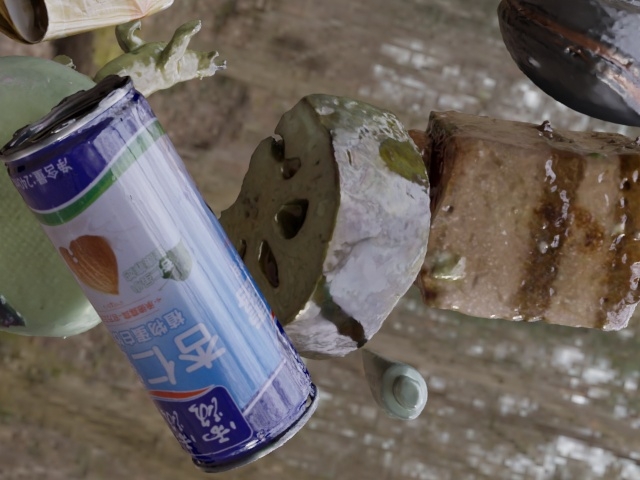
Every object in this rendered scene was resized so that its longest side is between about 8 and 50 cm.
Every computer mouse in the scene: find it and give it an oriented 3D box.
[{"bbox_3d":[0.293,-0.173,1.434,0.183,0.323,0.116,44,-59,43],"label":"computer mouse"}]

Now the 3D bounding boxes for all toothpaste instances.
[{"bbox_3d":[0.059,0.121,1.249,0.255,0.037,0.067,142,-76,-86],"label":"toothpaste"}]

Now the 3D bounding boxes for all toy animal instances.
[{"bbox_3d":[-0.221,-0.209,1.876,0.103,0.218,0.101,29,-37,41],"label":"toy animal"}]

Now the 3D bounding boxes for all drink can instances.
[{"bbox_3d":[-0.096,0.021,0.923,0.097,0.235,0.097,-27,-164,8],"label":"drink can"}]

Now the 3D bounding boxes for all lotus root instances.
[{"bbox_3d":[0.000,0.000,1.291,0.138,0.119,0.235,37,-72,37],"label":"lotus root"}]

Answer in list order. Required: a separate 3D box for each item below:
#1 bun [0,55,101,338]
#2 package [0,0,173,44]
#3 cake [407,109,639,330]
[{"bbox_3d":[-0.288,-0.056,1.559,0.187,0.293,0.293,-64,174,-69],"label":"bun"},{"bbox_3d":[-0.293,-0.348,1.686,0.165,0.221,0.311,-62,167,24],"label":"package"},{"bbox_3d":[0.189,-0.033,1.580,0.199,0.293,0.196,-96,-163,-75],"label":"cake"}]
